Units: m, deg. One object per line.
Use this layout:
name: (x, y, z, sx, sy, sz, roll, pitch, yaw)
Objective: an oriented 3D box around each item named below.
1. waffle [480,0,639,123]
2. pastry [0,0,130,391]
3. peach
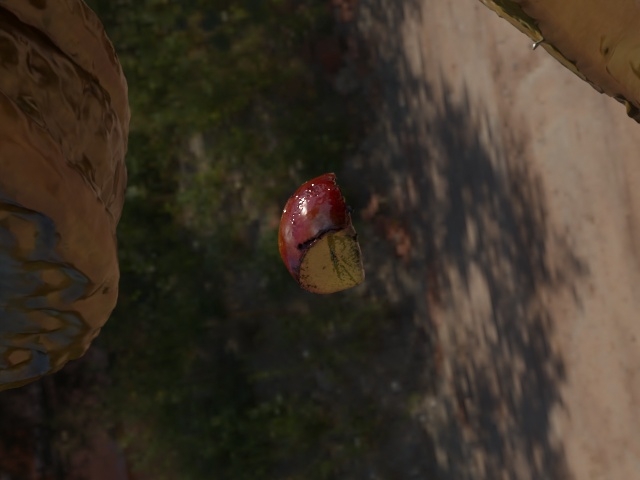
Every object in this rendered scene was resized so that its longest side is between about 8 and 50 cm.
waffle: (0.100, -0.225, 0.993, 0.348, 0.077, 0.304, 46, -168, 33)
pastry: (-0.194, -0.031, 0.563, 0.240, 0.235, 0.132, 89, -177, -52)
peach: (0.000, 0.000, 0.831, 0.083, 0.050, 0.077, -121, 16, -72)
